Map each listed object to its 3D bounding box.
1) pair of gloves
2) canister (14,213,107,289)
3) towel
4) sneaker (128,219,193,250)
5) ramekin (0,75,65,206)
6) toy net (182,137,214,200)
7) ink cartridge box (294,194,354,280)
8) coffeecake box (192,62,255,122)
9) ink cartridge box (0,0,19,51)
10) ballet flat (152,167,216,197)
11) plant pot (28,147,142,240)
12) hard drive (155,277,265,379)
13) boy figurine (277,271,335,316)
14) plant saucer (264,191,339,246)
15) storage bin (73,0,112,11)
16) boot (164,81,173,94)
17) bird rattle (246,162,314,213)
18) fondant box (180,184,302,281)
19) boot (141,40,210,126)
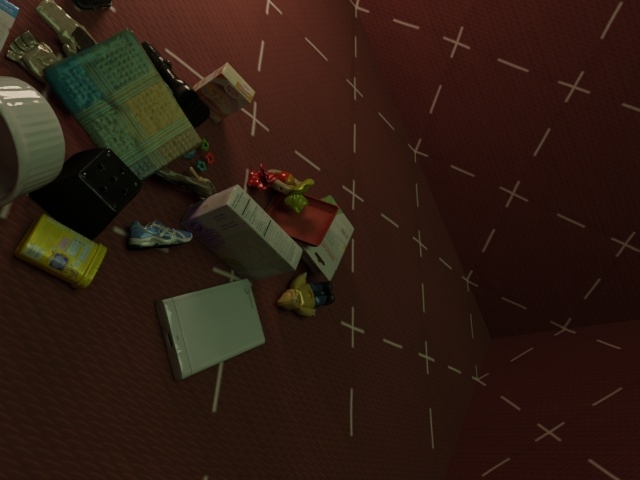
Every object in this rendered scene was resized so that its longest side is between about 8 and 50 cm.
[{"bbox_3d":[-0.719,-0.522,1.309,0.204,0.042,0.240,41,51,-44],"label":"pair of gloves"},{"bbox_3d":[-0.633,0.027,1.160,0.170,0.073,0.126,40,47,-36],"label":"canister"},{"bbox_3d":[-0.539,-0.367,1.329,0.271,0.040,0.370,-39,107,-24],"label":"towel"},{"bbox_3d":[-0.466,-0.019,1.400,0.211,0.080,0.081,-4,82,-55],"label":"sneaker"},{"bbox_3d":[-0.694,-0.221,1.021,0.277,0.277,0.135,64,29,-12],"label":"ramekin"},{"bbox_3d":[-0.409,-0.233,1.605,0.122,0.045,0.232,-11,86,-57],"label":"toy net"},{"bbox_3d":[0.000,0.000,1.990,0.207,0.119,0.353,53,39,-23],"label":"ink cartridge box"},{"bbox_3d":[-0.351,-0.519,1.681,0.142,0.186,0.068,42,45,-35],"label":"coffeecake box"},{"bbox_3d":[-0.797,-0.484,1.130,0.062,0.104,0.181,29,53,-44],"label":"ink cartridge box"},{"bbox_3d":[-0.439,-0.196,1.481,0.250,0.084,0.058,23,84,-32],"label":"ballet flat"},{"bbox_3d":[-0.578,-0.132,1.222,0.187,0.167,0.188,52,39,-27],"label":"plant pot"},{"bbox_3d":[-0.332,0.264,1.489,0.353,0.047,0.232,-11,85,-55],"label":"hard drive"},{"bbox_3d":[-0.061,0.211,1.844,0.285,0.092,0.177,3,76,-56],"label":"boy figurine"},{"bbox_3d":[-0.084,-0.086,1.864,0.259,0.259,0.047,-62,169,-46],"label":"plant saucer"},{"bbox_3d":[-0.674,-0.756,1.429,0.098,0.091,0.135,62,37,-15],"label":"storage bin"},{"bbox_3d":[-0.505,-0.394,1.414,0.165,0.077,0.213,-39,88,-15],"label":"boot"},{"bbox_3d":[-0.156,-0.219,1.867,0.254,0.143,0.207,19,21,-3],"label":"bird rattle"},{"bbox_3d":[-0.254,-0.010,1.547,0.330,0.238,0.096,47,44,-31],"label":"fondant box"},{"bbox_3d":[-0.478,-0.511,1.562,0.229,0.091,0.263,50,-11,11],"label":"boot"}]
